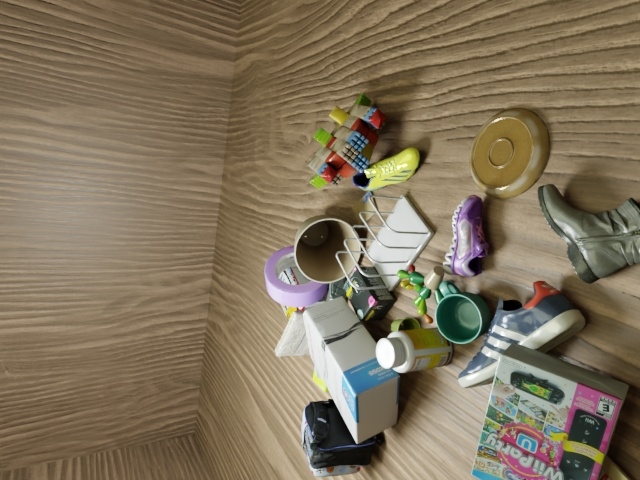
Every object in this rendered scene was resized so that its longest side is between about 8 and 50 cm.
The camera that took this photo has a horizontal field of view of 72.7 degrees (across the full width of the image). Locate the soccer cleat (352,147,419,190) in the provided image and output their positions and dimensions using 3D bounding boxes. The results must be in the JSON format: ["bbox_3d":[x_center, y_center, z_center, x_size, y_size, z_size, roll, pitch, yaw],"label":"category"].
[{"bbox_3d":[0.218,-0.236,1.485,0.289,0.121,0.094,-23,68,57],"label":"soccer cleat"}]

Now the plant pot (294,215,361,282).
[{"bbox_3d":[0.000,0.000,1.753,0.274,0.256,0.257,-126,45,-68],"label":"plant pot"}]

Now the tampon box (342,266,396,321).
[{"bbox_3d":[0.172,0.189,1.553,0.120,0.101,0.161,-64,39,36],"label":"tampon box"}]

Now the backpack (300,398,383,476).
[{"bbox_3d":[0.049,0.715,1.604,0.263,0.276,0.213,-124,46,-63],"label":"backpack"}]

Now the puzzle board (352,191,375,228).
[{"bbox_3d":[0.169,-0.119,1.669,0.128,0.011,0.097,-45,50,48],"label":"puzzle board"}]

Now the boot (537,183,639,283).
[{"bbox_3d":[0.584,-0.045,0.915,0.161,0.083,0.247,-41,59,43],"label":"boot"}]

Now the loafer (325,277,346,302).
[{"bbox_3d":[0.060,0.275,1.773,0.084,0.096,0.268,170,108,-79],"label":"loafer"}]

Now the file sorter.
[{"bbox_3d":[0.200,0.009,1.451,0.278,0.173,0.193,-62,40,35],"label":"file sorter"}]

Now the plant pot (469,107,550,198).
[{"bbox_3d":[0.477,-0.227,1.136,0.236,0.032,0.237,-4,86,59],"label":"plant pot"}]

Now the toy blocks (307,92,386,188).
[{"bbox_3d":[0.104,-0.330,1.544,0.381,0.190,0.261,-52,24,8],"label":"toy blocks"}]

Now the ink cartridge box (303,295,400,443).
[{"bbox_3d":[0.100,0.434,1.513,0.395,0.166,0.286,-128,25,-47],"label":"ink cartridge box"}]

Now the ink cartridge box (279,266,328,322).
[{"bbox_3d":[-0.102,0.259,1.987,0.309,0.130,0.272,59,137,43],"label":"ink cartridge box"}]

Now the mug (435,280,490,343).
[{"bbox_3d":[0.390,0.190,1.172,0.129,0.097,0.158,6,95,41],"label":"mug"}]

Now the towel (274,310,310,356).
[{"bbox_3d":[-0.074,0.405,1.873,0.282,0.187,0.049,-66,33,33],"label":"towel"}]

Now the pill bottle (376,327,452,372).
[{"bbox_3d":[0.271,0.319,1.267,0.117,0.214,0.117,-8,81,59],"label":"pill bottle"}]

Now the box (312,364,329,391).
[{"bbox_3d":[0.020,0.536,1.848,0.109,0.042,0.178,24,109,57],"label":"box"}]

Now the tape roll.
[{"bbox_3d":[-0.096,0.146,1.829,0.090,0.274,0.275,92,157,-44],"label":"tape roll"}]

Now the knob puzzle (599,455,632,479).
[{"bbox_3d":[0.558,0.506,0.951,0.213,0.029,0.213,-4,86,59],"label":"knob puzzle"}]

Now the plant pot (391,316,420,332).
[{"bbox_3d":[0.270,0.287,1.418,0.079,0.083,0.083,174,97,-71],"label":"plant pot"}]

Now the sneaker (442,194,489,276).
[{"bbox_3d":[0.413,-0.003,1.180,0.104,0.095,0.237,29,118,51],"label":"sneaker"}]

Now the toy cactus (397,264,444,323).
[{"bbox_3d":[0.326,0.141,1.280,0.219,0.112,0.181,54,150,29],"label":"toy cactus"}]

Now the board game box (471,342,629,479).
[{"bbox_3d":[0.468,0.403,0.911,0.224,0.097,0.304,17,107,37],"label":"board game box"}]

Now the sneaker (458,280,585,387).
[{"bbox_3d":[0.453,0.231,1.061,0.350,0.131,0.148,-50,48,32],"label":"sneaker"}]
